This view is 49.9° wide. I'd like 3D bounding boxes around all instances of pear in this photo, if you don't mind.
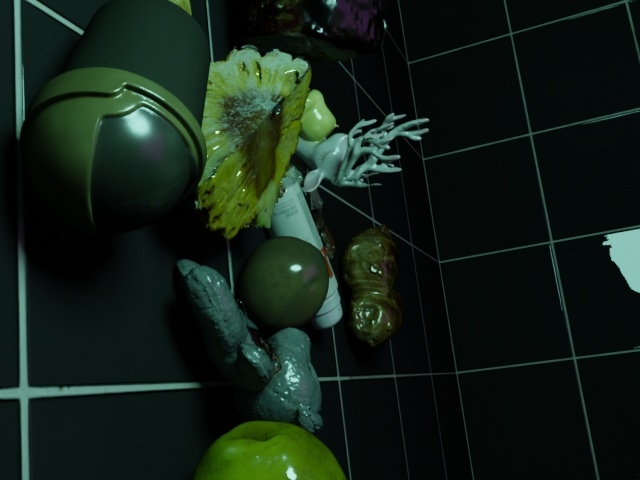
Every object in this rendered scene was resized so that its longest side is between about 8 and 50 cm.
[{"bbox_3d":[-0.069,0.413,0.970,0.253,0.252,0.307,-3,82,-70],"label":"pear"}]

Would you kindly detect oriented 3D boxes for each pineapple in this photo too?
[{"bbox_3d":[-0.176,-0.141,1.166,0.344,0.208,0.286,-55,163,-32],"label":"pineapple"}]

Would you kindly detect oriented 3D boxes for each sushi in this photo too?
[{"bbox_3d":[-0.005,-0.519,1.398,0.281,0.299,0.294,-4,106,-62],"label":"sushi"},{"bbox_3d":[0.000,0.000,1.656,0.220,0.047,0.231,-75,148,-47],"label":"sushi"}]

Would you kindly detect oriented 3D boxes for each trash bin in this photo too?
[{"bbox_3d":[-0.242,-0.150,0.864,0.334,0.214,0.214,-88,156,-46],"label":"trash bin"}]

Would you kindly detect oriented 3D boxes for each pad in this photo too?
[{"bbox_3d":[-0.032,-0.080,1.687,0.188,0.006,0.113,-74,148,-49],"label":"pad"}]

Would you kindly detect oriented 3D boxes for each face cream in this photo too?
[{"bbox_3d":[-0.036,0.039,1.472,0.102,0.101,0.346,-64,137,-59],"label":"face cream"}]

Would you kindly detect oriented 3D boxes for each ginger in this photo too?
[{"bbox_3d":[0.152,0.119,1.860,0.274,0.152,0.358,33,50,-63],"label":"ginger"}]

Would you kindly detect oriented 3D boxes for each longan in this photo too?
[{"bbox_3d":[-0.068,0.079,1.273,0.189,0.189,0.189,-12,90,-70],"label":"longan"}]

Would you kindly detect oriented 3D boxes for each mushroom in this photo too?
[{"bbox_3d":[-0.048,-0.204,1.586,0.116,0.093,0.225,88,3,-45],"label":"mushroom"}]

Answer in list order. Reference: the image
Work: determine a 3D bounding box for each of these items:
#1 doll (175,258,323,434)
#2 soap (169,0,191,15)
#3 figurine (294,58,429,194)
[{"bbox_3d":[-0.098,0.162,1.091,0.341,0.158,0.246,65,-15,-13],"label":"doll"},{"bbox_3d":[-0.268,-0.342,1.098,0.252,0.037,0.092,-65,155,-53],"label":"soap"},{"bbox_3d":[0.031,-0.225,1.419,0.316,0.284,0.206,49,35,-12],"label":"figurine"}]
